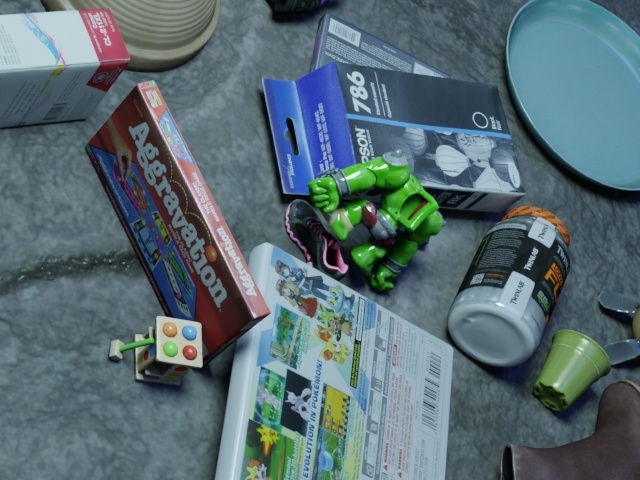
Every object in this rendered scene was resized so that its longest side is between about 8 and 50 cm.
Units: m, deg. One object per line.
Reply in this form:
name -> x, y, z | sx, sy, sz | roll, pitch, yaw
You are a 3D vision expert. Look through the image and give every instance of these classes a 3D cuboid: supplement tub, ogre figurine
supplement tub -> 0.238, 0.053, 1.920 | 0.117, 0.117, 0.190 | 38, 50, -10
ogre figurine -> 0.073, -0.029, 1.809 | 0.197, 0.118, 0.097 | 55, 2, -24

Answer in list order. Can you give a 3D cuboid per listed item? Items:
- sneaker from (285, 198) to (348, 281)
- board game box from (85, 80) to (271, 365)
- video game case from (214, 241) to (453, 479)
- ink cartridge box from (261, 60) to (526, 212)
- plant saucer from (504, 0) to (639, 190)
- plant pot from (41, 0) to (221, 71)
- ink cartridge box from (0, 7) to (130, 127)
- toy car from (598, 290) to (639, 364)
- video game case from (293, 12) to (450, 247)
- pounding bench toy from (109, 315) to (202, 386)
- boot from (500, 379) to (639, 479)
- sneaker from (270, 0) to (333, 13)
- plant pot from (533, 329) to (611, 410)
sneaker -> 0.000, 0.000, 1.829 | 0.047, 0.057, 0.119 | -13, 72, -35
board game box -> -0.158, -0.015, 1.672 | 0.027, 0.145, 0.281 | -18, 75, -40
video game case -> 0.023, 0.204, 1.709 | 0.300, 0.036, 0.329 | 30, 51, -31
ink cartridge box -> 0.095, -0.128, 1.931 | 0.333, 0.065, 0.165 | 2, 64, -32
plant saucer -> 0.382, -0.205, 2.213 | 0.318, 0.044, 0.317 | 17, 56, -27
plant pot -> -0.211, -0.327, 1.838 | 0.237, 0.110, 0.237 | 15, 57, -25
ink cartridge box -> -0.313, -0.183, 1.673 | 0.175, 0.127, 0.072 | -10, 69, -38
toy car -> 0.458, 0.122, 2.049 | 0.188, 0.149, 0.155 | 3, 64, -3
video game case -> 0.067, -0.142, 1.977 | 0.196, 0.026, 0.274 | 25, 54, -21
pounding bench toy -> -0.173, 0.113, 1.642 | 0.083, 0.065, 0.052 | 12, 59, -28
boot -> 0.309, 0.263, 1.865 | 0.207, 0.090, 0.248 | 19, 59, -28
sneaker -> -0.091, -0.407, 1.968 | 0.293, 0.102, 0.146 | 52, 49, 1
plant pot -> 0.305, 0.168, 1.935 | 0.083, 0.083, 0.079 | 43, 62, -6
